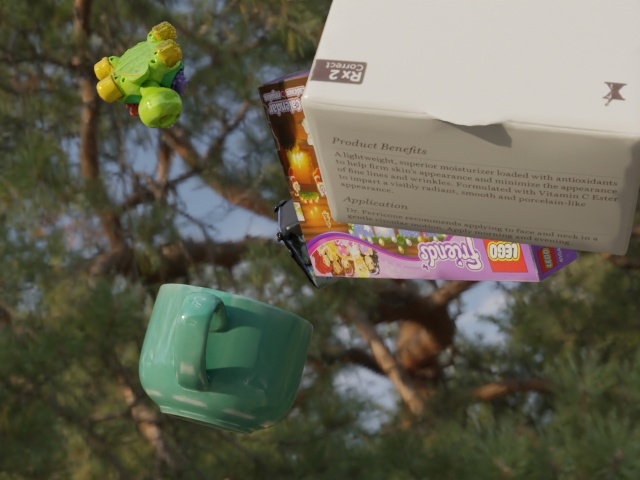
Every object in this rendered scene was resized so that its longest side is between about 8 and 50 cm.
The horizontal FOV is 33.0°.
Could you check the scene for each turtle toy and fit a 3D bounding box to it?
[{"bbox_3d":[-0.172,-0.159,1.091,0.095,0.130,0.066,-30,-55,5],"label":"turtle toy"}]

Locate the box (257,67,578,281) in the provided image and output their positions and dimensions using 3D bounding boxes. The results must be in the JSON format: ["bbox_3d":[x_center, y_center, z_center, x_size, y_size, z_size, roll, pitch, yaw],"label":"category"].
[{"bbox_3d":[0.075,-0.067,0.957,0.057,0.200,0.293,-26,15,-35],"label":"box"}]

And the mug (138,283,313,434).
[{"bbox_3d":[-0.088,0.095,0.856,0.129,0.097,0.158,2,-17,44],"label":"mug"}]

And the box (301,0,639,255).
[{"bbox_3d":[0.102,-0.104,0.636,0.181,0.181,0.119,7,-31,14],"label":"box"}]

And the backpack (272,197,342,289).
[{"bbox_3d":[0.000,0.000,1.405,0.084,0.105,0.114,-25,-62,8],"label":"backpack"}]
